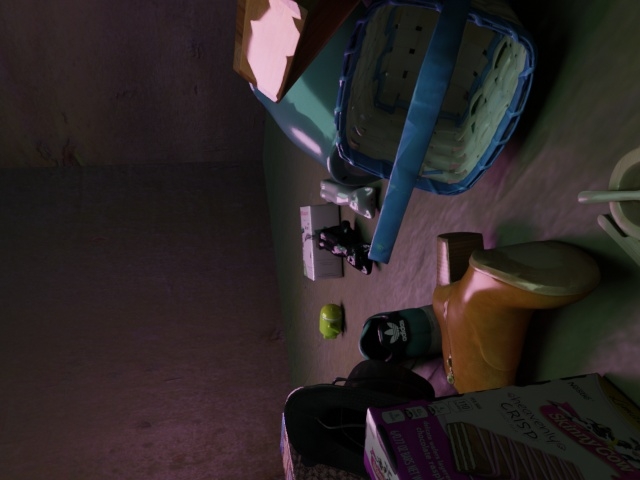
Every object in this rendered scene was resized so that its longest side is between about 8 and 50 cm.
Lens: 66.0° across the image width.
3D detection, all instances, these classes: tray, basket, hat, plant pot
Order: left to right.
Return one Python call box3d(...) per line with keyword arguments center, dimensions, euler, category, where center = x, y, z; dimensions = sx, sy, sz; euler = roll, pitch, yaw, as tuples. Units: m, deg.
box3d(center=(0.044, -0.243, 0.836), dimensions=(0.271, 0.272, 0.255), euler=(103, 146, -54), category="plant pot")
box3d(center=(0.061, -0.352, 0.517), dimensions=(0.410, 0.076, 0.203), euler=(-55, 6, -11), category="tray")
box3d(center=(0.097, 0.281, 0.804), dimensions=(0.331, 0.332, 0.133), euler=(99, -170, -46), category="hat")
box3d(center=(0.115, -0.148, 0.544), dimensions=(0.254, 0.201, 0.288), euler=(101, -168, -53), category="basket")

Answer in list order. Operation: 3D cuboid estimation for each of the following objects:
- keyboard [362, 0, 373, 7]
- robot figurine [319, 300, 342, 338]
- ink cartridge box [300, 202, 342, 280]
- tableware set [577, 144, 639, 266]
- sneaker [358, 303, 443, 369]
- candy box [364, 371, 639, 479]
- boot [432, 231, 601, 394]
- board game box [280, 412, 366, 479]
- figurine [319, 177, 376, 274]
box3d(center=(0.124, -0.362, 0.587), dimensions=(0.201, 0.033, 0.317), euler=(-50, 7, 23), category="keyboard")
box3d(center=(0.031, 0.238, 1.465), dimensions=(0.101, 0.067, 0.115), euler=(-91, 3, -64), category="robot figurine")
box3d(center=(0.000, 0.000, 1.474), dimensions=(0.160, 0.093, 0.219), euler=(-172, 78, -77), category="ink cartridge box")
box3d(center=(0.266, -0.001, 0.344), dimensions=(0.194, 0.039, 0.128), euler=(-106, 17, -46), category="tableware set")
box3d(center=(0.119, 0.183, 0.900), dimensions=(0.302, 0.121, 0.108), euler=(112, 152, -65), category="sneaker")
box3d(center=(0.170, 0.194, 0.392), dimensions=(0.159, 0.234, 0.071), euler=(-120, 29, -63), category="candy box")
box3d(center=(0.207, 0.106, 0.553), dimensions=(0.295, 0.104, 0.211), euler=(-140, 42, -81), category="boot")
box3d(center=(0.048, 0.529, 1.086), dimensions=(0.291, 0.232, 0.141), euler=(-110, 21, -52), category="board game box")
box3d(center=(0.075, -0.047, 1.161), dimensions=(0.209, 0.093, 0.214), euler=(-140, 47, -63), category="figurine")
